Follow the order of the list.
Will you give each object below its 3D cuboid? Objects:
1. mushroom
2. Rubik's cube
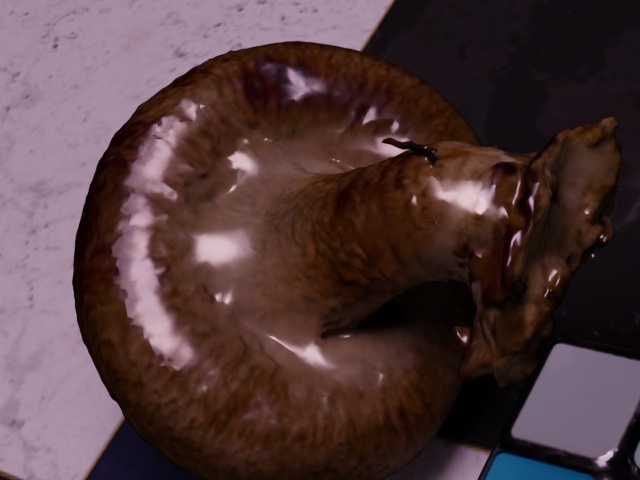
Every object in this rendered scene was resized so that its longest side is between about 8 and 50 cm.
[{"bbox_3d":[-0.009,0.020,1.390,0.334,0.356,0.331,23,89,-3],"label":"mushroom"},{"bbox_3d":[0.205,0.187,1.229,0.167,0.183,0.180,11,62,36],"label":"Rubik's cube"}]
